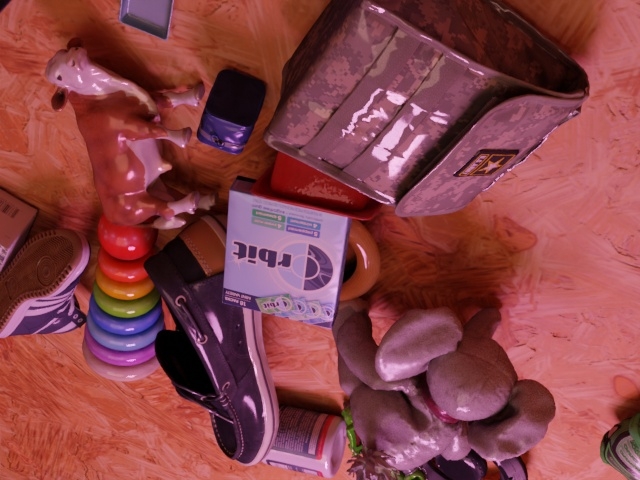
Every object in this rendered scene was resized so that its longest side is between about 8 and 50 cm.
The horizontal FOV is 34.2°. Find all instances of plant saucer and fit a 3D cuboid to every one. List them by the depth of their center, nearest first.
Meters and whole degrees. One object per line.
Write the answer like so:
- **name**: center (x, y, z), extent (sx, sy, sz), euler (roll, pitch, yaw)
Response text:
- **plant saucer**: center (-0.196, -0.321, 1.219), extent (0.067, 0.018, 0.192), euler (22, 141, 1)

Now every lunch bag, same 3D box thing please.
- **lunch bag**: center (0.119, -0.154, 1.142), extent (0.287, 0.169, 0.235), euler (27, 137, -16)
- **lunch bag**: center (-0.113, -0.155, 1.298), extent (0.067, 0.098, 0.065), euler (21, 143, -6)

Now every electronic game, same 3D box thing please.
- **electronic game**: center (0.237, 0.369, 1.748), extent (0.229, 0.048, 0.229), euler (20, 140, 18)

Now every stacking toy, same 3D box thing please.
- **stacking toy**: center (-0.307, 0.069, 1.624), extent (0.141, 0.141, 0.330), euler (17, 134, 8)

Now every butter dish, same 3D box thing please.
- **butter dish**: center (0.012, -0.108, 1.277), extent (0.159, 0.160, 0.118), euler (14, 116, 12)

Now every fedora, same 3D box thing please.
- **fedora**: center (0.000, 0.000, 1.429), extent (0.194, 0.079, 0.194), euler (12, 138, 11)

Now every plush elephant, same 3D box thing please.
- **plush elephant**: center (0.166, 0.191, 1.440), extent (0.255, 0.330, 0.272), euler (-35, 107, 26)

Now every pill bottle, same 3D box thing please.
- **pill bottle**: center (-0.053, 0.343, 1.811), extent (0.180, 0.108, 0.108), euler (9, 138, 16)

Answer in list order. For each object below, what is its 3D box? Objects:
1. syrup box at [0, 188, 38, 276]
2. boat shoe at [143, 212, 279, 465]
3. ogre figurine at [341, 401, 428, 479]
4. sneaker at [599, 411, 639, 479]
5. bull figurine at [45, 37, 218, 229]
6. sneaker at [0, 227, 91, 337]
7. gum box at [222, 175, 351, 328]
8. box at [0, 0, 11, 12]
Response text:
- **syrup box**: center (-0.547, 0.019, 1.697), extent (0.093, 0.096, 0.237), euler (32, 140, -7)
- **boat shoe**: center (-0.172, 0.179, 1.603), extent (0.187, 0.156, 0.500), euler (46, 152, 40)
- **ogre figurine**: center (0.096, 0.336, 1.730), extent (0.096, 0.197, 0.118), euler (-25, 115, -5)
- **sneaker**: center (0.562, 0.375, 1.560), extent (0.343, 0.134, 0.146), euler (45, 143, -12)
- **bull figurine**: center (-0.248, -0.135, 1.381), extent (0.188, 0.101, 0.310), euler (9, 138, 14)
- **sneaker**: center (-0.415, 0.069, 1.660), extent (0.282, 0.099, 0.153), euler (-36, 155, 33)
- **gum box**: center (-0.046, 0.017, 1.360), extent (0.157, 0.041, 0.184), euler (13, 126, 7)
- **box**: center (-0.525, -0.334, 1.243), extent (0.143, 0.165, 0.270), euler (-20, 124, 39)
